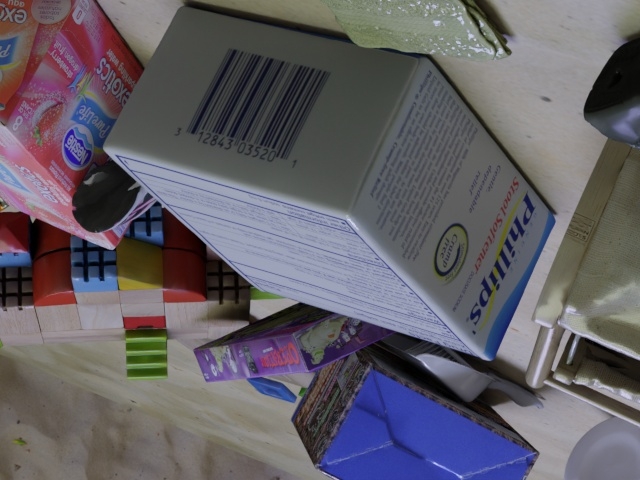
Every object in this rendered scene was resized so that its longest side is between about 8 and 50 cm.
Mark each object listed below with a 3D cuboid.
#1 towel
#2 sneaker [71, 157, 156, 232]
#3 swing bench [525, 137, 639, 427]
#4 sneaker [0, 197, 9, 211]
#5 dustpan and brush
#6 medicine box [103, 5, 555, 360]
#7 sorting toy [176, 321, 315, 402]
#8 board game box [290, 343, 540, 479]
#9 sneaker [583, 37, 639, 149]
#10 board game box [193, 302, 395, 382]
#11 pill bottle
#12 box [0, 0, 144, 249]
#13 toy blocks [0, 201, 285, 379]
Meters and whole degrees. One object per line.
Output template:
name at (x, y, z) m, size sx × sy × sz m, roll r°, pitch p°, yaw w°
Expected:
towel at (0.056, -0.166, 1.349) m, size 0.148 × 0.027 × 0.110 m, roll 15°, pitch 161°, yaw 39°
sneaker at (-0.158, -0.078, 1.790) m, size 0.072 × 0.178 × 0.077 m, roll 53°, pitch -175°, yaw 8°
swing bench at (0.304, 0.062, 1.444) m, size 0.253 × 0.165 × 0.254 m, roll 24°, pitch 165°, yaw 12°
sneaker at (-0.384, -0.104, 2.194) m, size 0.271 × 0.108 × 0.100 m, roll 33°, pitch 167°, yaw -20°
dustpan and brush at (0.177, 0.160, 2.268) m, size 0.211 × 0.060 × 0.147 m, roll 38°, pitch 175°, yaw -18°
medicine box at (0.013, -0.046, 1.604) m, size 0.263 × 0.149 × 0.289 m, roll 16°, pitch 163°, yaw 36°
sorting toy at (-0.120, 0.146, 2.746) m, size 0.196 × 0.047 × 0.348 m, roll 7°, pitch 157°, yaw 43°
board game box at (0.107, 0.238, 2.321) m, size 0.232 × 0.141 × 0.291 m, roll 28°, pitch -178°, yaw -8°
sneaker at (0.267, -0.077, 1.179) m, size 0.130 × 0.087 × 0.227 m, roll 28°, pitch 169°, yaw -15°
board game box at (0.009, 0.087, 2.011) m, size 0.347 × 0.208 × 0.056 m, roll -15°, pitch 93°, yaw 70°
pill bottle at (0.405, 0.314, 2.218) m, size 0.136 × 0.136 × 0.246 m, roll 10°, pitch 158°, yaw 49°
box at (-0.264, -0.128, 1.799) m, size 0.142 × 0.154 × 0.300 m, roll 21°, pitch 166°, yaw 21°
toy blocks at (-0.222, 0.029, 2.105) m, size 0.381 × 0.190 × 0.261 m, roll -2°, pitch 160°, yaw -4°
